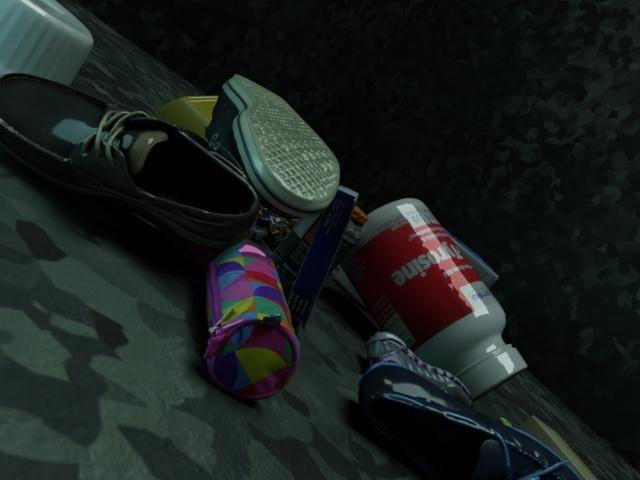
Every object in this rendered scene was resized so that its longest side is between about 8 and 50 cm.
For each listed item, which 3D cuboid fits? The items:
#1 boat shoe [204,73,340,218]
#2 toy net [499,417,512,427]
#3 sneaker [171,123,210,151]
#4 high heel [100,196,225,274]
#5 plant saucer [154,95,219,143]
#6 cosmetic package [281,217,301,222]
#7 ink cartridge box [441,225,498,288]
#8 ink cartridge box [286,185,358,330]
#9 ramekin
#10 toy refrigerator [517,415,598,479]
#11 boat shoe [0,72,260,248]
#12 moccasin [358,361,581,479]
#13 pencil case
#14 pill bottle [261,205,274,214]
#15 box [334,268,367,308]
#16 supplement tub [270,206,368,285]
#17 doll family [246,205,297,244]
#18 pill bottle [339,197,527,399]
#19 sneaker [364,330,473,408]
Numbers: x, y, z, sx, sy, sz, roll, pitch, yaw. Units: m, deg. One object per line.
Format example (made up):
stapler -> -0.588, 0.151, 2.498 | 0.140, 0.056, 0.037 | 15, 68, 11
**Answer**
boat shoe -> -0.101, -0.144, 0.988 | 0.187, 0.156, 0.500 | 24, 18, -28
toy net -> 0.465, 0.455, 1.283 | 0.122, 0.045, 0.232 | 41, 9, 3
sneaker -> -0.257, -0.149, 1.210 | 0.131, 0.112, 0.319 | 8, -12, 45
high heel -> -0.230, -0.026, 0.799 | 0.117, 0.082, 0.244 | -37, 95, -39
plant saucer -> -0.231, -0.310, 1.617 | 0.333, 0.081, 0.333 | -17, 52, -45
cosmetic package -> -0.012, -0.088, 1.668 | 0.184, 0.151, 0.151 | 37, 10, -18
ink cartridge box -> 0.378, 0.114, 1.897 | 0.395, 0.270, 0.151 | 38, 14, -16
ink cartridge box -> 0.003, 0.018, 0.971 | 0.045, 0.223, 0.224 | 22, 7, 1
ramekin -> -0.522, -0.364, 0.969 | 0.277, 0.135, 0.277 | 39, 9, -7
toy refrigerator -> 0.441, 0.448, 1.037 | 0.094, 0.102, 0.269 | 37, 8, -20
boat shoe -> -0.226, -0.111, 0.713 | 0.356, 0.132, 0.130 | 24, -22, -19
moccasin -> 0.190, 0.295, 0.761 | 0.342, 0.137, 0.117 | 27, 11, 7
pencil case -> -0.087, 0.083, 0.680 | 0.104, 0.104, 0.236 | 37, 8, -20
pill bottle -> -0.162, -0.127, 1.391 | 0.184, 0.103, 0.103 | 43, 9, 19
box -> 0.160, 0.075, 1.465 | 0.119, 0.181, 0.182 | 44, 10, 25
supplement tub -> 0.000, 0.000, 1.141 | 0.117, 0.190, 0.117 | 39, 9, -7
doll family -> -0.111, -0.035, 1.250 | 0.193, 0.076, 0.111 | 28, 19, -43
pill bottle -> 0.225, 0.131, 1.196 | 0.407, 0.229, 0.229 | 57, 15, 22
sneaker -> 0.165, 0.256, 1.003 | 0.224, 0.083, 0.098 | 35, 30, -4
